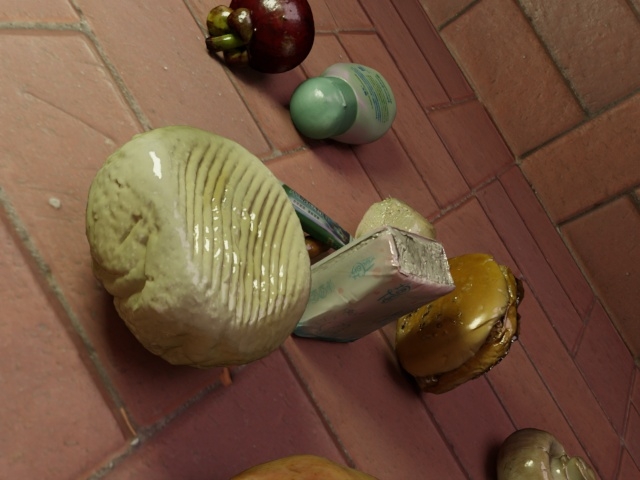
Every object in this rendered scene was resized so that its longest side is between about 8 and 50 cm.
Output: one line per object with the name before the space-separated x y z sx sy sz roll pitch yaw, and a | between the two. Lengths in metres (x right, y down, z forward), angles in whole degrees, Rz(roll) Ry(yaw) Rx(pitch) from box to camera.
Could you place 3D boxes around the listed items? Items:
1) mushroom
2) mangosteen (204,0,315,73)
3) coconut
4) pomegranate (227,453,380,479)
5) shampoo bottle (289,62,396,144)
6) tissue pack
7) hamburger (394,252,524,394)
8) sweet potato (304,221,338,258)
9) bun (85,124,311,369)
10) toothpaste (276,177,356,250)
mushroom | 0.513 0.526 1.505 0.253 0.195 0.189 11 52 -53
mangosteen | -0.141 -0.474 1.457 0.257 0.215 0.215 -18 76 -21
coconut | 0.163 0.014 1.474 0.194 0.194 0.195 33 41 -34
pomegranate | -0.005 0.420 0.783 0.338 0.338 0.338 33 41 -34
shampoo bottle | 0.053 -0.338 1.627 0.349 0.151 0.222 -26 92 -58
tissue pack | 0.087 0.089 1.215 0.201 0.271 0.124 13 52 -48
hamburger | 0.300 0.172 1.420 0.174 0.284 0.305 41 37 -21
sweet potato | 0.000 0.000 1.383 0.050 0.050 0.214 59 29 1
bun | -0.186 0.018 0.950 0.352 0.227 0.349 40 37 -30
toothpaste | -0.068 -0.075 1.293 0.392 0.061 0.099 33 20 -20
